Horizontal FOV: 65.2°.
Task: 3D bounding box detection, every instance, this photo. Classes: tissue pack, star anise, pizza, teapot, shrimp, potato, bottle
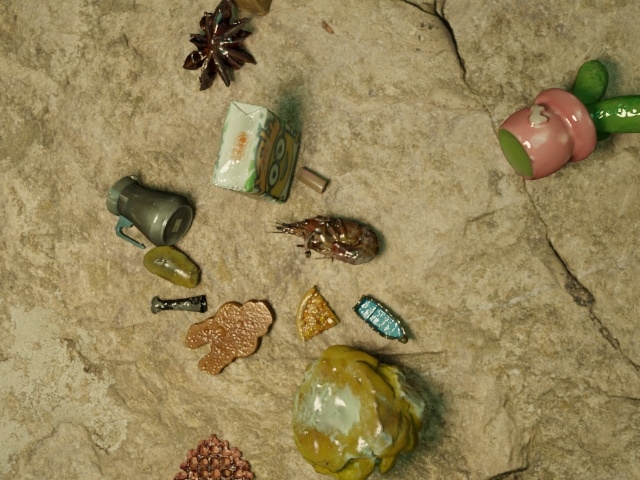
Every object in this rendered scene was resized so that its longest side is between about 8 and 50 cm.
[{"bbox_3d":[-0.170,-0.230,1.393,0.128,0.311,0.227,13,92,13],"label":"tissue pack"},{"bbox_3d":[-0.308,-0.583,1.510,0.213,0.129,0.282,22,102,14],"label":"star anise"},{"bbox_3d":[-0.010,0.233,1.509,0.131,0.041,0.178,25,94,6],"label":"pizza"},{"bbox_3d":[-0.530,-0.079,1.529,0.225,0.171,0.203,27,96,14],"label":"teapot"},{"bbox_3d":[0.002,-0.003,1.469,0.344,0.116,0.145,11,78,9],"label":"shrimp"},{"bbox_3d":[-0.460,0.082,1.556,0.188,0.085,0.105,33,97,3],"label":"potato"},{"bbox_3d":[-0.026,-0.182,1.506,0.097,0.045,0.045,34,95,8],"label":"bottle"}]

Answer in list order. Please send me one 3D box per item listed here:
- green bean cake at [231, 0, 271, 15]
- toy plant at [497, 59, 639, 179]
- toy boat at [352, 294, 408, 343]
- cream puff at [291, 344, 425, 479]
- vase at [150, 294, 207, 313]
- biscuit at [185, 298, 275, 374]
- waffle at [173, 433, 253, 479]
[{"bbox_3d":[-0.217,-0.737,1.462,0.109,0.179,0.085,19,94,11],"label":"green bean cake"},{"bbox_3d":[0.670,-0.297,1.302,0.357,0.210,0.317,-26,46,-2],"label":"toy plant"},{"bbox_3d":[0.179,0.236,1.462,0.186,0.077,0.075,40,95,6],"label":"toy boat"},{"bbox_3d":[0.113,0.493,1.400,0.379,0.276,0.377,-12,65,27],"label":"cream puff"},{"bbox_3d":[-0.444,0.201,1.567,0.167,0.059,0.059,-3,90,9],"label":"vase"},{"bbox_3d":[-0.274,0.287,1.550,0.295,0.044,0.185,-28,90,9],"label":"biscuit"},{"bbox_3d":[-0.337,0.737,1.560,0.221,0.055,0.234,40,91,8],"label":"waffle"}]
